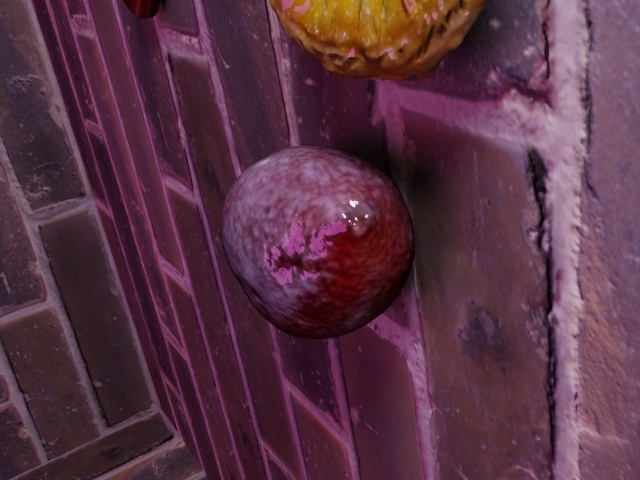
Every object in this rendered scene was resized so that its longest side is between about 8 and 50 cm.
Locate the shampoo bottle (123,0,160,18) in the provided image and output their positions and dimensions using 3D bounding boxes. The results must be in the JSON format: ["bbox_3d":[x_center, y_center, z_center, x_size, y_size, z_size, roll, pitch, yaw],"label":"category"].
[{"bbox_3d":[-0.291,-0.486,1.198,0.102,0.064,0.260,64,156,10],"label":"shampoo bottle"}]

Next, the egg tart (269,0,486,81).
[{"bbox_3d":[0.047,-0.293,0.591,0.341,0.129,0.341,43,145,41],"label":"egg tart"}]

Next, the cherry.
[{"bbox_3d":[0.000,0.000,0.843,0.300,0.202,0.230,-20,88,65],"label":"cherry"}]
